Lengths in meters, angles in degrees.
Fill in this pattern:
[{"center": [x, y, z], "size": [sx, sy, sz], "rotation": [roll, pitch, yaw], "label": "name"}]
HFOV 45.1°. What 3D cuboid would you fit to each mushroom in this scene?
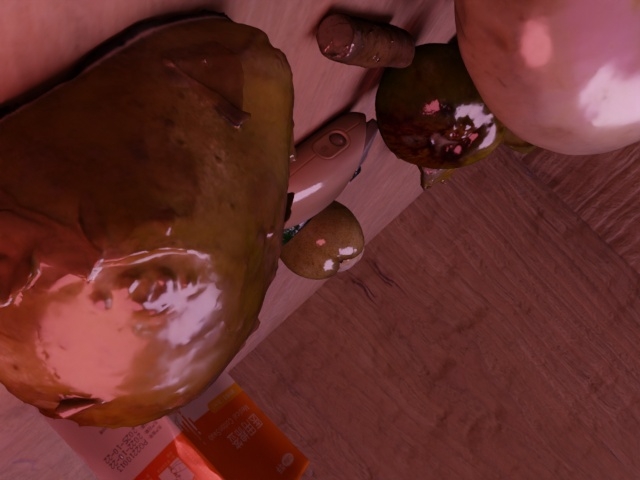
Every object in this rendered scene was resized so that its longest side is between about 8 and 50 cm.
[{"center": [0.321, -0.292, 0.898], "size": [0.325, 0.353, 0.353], "rotation": [-30, -179, 26], "label": "mushroom"}]

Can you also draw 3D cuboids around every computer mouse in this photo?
[{"center": [-0.005, -0.095, 1.114], "size": [0.236, 0.082, 0.145], "rotation": [-39, 171, -35], "label": "computer mouse"}]

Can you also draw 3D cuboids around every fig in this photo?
[{"center": [0.164, -0.194, 1.091], "size": [0.181, 0.191, 0.181], "rotation": [-14, 134, -15], "label": "fig"}]

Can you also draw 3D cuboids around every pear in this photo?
[{"center": [0.000, 0.000, 1.504], "size": [0.167, 0.136, 0.167], "rotation": [-45, -168, 12], "label": "pear"}]

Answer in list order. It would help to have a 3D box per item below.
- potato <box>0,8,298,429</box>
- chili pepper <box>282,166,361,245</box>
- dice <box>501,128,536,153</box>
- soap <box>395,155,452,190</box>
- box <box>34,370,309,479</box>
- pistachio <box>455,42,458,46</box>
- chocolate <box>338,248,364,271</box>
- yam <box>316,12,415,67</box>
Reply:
[{"center": [-0.110, -0.002, 0.546], "size": [0.300, 0.196, 0.246], "rotation": [-43, 175, -30], "label": "potato"}, {"center": [-0.018, -0.070, 1.288], "size": [0.216, 0.062, 0.108], "rotation": [-44, 174, 13], "label": "chili pepper"}, {"center": [0.504, -0.371, 1.867], "size": [0.233, 0.238, 0.227], "rotation": [-48, 172, 33], "label": "dice"}, {"center": [0.307, -0.259, 1.663], "size": [0.304, 0.169, 0.339], "rotation": [-35, 175, 4], "label": "soap"}, {"center": [-0.196, 0.273, 1.082], "size": [0.143, 0.341, 0.225], "rotation": [-47, 174, 14], "label": "box"}, {"center": [0.259, -0.286, 1.397], "size": [0.152, 0.126, 0.223], "rotation": [2, 151, -32], "label": "pistachio"}, {"center": [0.047, 0.011, 1.962], "size": [0.134, 0.134, 0.309], "rotation": [-45, 176, 8], "label": "chocolate"}, {"center": [0.057, -0.215, 0.838], "size": [0.057, 0.057, 0.241], "rotation": [-47, 172, 21], "label": "yam"}]
